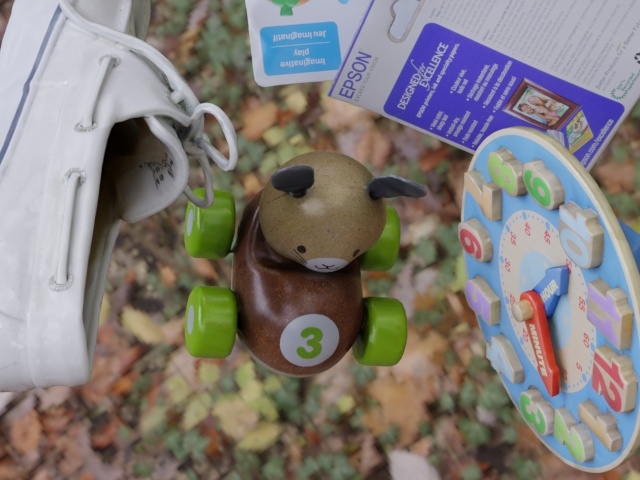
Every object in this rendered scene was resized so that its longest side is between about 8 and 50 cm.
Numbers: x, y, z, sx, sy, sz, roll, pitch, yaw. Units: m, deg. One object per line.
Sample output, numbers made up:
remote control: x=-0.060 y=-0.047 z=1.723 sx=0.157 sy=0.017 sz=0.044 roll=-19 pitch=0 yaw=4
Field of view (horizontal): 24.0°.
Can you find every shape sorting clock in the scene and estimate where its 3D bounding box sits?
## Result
shape sorting clock: x=0.130 y=0.035 z=0.873 sx=0.040 sy=0.206 sz=0.206 roll=-17 pitch=26 yaw=-22

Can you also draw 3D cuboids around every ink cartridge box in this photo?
ink cartridge box: x=0.134 y=-0.146 z=1.077 sx=0.206 sy=0.208 sz=0.045 roll=118 pitch=171 yaw=-46

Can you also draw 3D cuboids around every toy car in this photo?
toy car: x=0.000 y=0.000 z=1.035 sx=0.155 sy=0.188 sz=0.149 roll=4 pitch=66 yaw=-16

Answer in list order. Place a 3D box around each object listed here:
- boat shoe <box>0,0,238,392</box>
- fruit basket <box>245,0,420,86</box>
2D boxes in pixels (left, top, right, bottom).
boat shoe: x=-0.123 y=-0.056 z=0.915 sx=0.156 sy=0.136 sz=0.367 roll=5 pitch=42 yaw=7
fruit basket: x=0.088 y=-0.311 z=1.193 sx=0.327 sy=0.353 sz=0.165 roll=-6 pitch=-6 yaw=-12
